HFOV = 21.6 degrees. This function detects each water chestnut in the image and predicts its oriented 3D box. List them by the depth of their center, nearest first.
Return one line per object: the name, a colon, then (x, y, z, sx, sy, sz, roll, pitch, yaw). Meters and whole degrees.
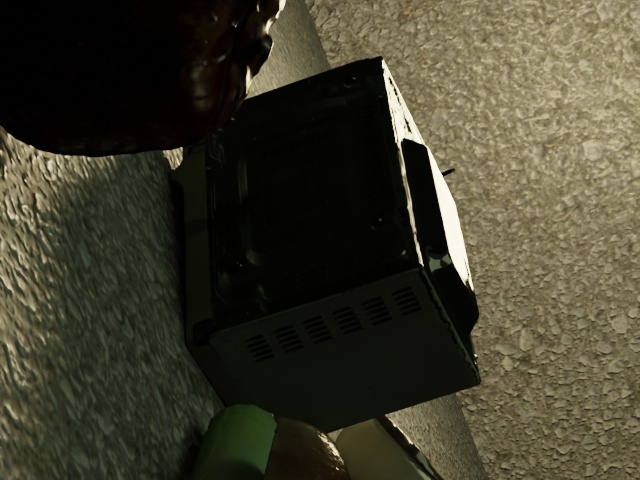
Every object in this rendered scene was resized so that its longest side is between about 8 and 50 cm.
water chestnut: (-0.166, -0.207, 1.339, 0.244, 0.289, 0.289, 9, 56, -47)

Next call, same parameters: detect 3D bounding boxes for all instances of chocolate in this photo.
chocolate: (-0.009, 0.276, 1.386, 0.157, 0.080, 0.254, -79, 173, -67)

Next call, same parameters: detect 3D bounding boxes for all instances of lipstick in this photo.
lipstick: (-0.079, 0.221, 1.435, 0.304, 0.076, 0.076, -80, 148, -75)

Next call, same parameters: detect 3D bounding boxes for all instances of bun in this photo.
bun: (0.082, 0.303, 2.102, 0.173, 0.120, 0.173, 45, -3, 3)

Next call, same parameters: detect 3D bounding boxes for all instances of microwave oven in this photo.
microwave oven: (0.000, 0.000, 1.794, 0.355, 0.286, 0.218, -95, 162, -47)
